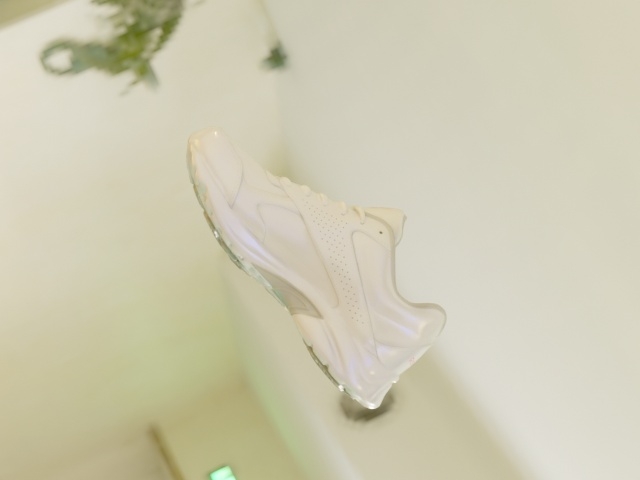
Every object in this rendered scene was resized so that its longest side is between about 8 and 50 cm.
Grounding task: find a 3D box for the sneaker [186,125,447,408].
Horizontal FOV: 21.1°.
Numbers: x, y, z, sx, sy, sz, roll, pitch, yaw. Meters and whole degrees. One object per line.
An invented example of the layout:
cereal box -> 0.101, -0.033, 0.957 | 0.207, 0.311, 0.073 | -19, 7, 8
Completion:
sneaker -> 0.000, 0.000, 1.221 | 0.232, 0.115, 0.090 | 51, -4, 1
